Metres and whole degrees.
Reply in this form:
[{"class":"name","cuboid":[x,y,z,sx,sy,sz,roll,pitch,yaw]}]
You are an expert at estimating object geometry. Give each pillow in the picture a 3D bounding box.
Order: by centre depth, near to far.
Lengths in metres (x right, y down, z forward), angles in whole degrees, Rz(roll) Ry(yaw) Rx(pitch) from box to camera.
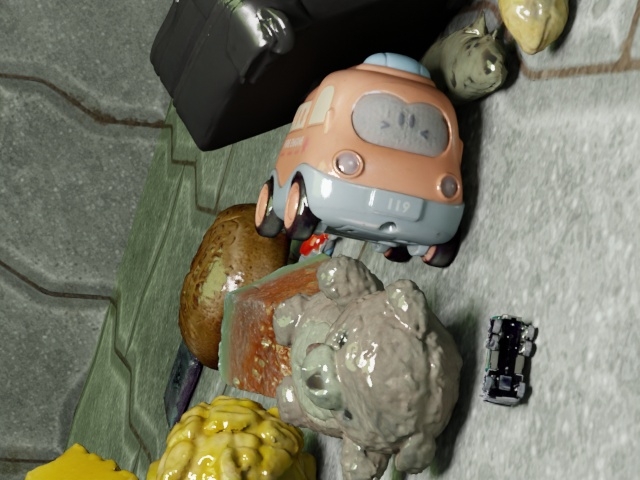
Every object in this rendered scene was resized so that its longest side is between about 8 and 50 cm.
[{"class":"pillow","cuboid":[0.149,-0.191,1.461,0.241,0.051,0.093,163,117,-74]}]

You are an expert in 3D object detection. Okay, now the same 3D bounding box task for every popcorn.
[{"class":"popcorn","cuboid":[-0.113,0.311,1.591,0.190,0.250,0.250,-6,64,34]}]

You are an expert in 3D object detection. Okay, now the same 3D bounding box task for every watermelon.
[{"class":"watermelon","cuboid":[-0.024,0.126,1.683,0.257,0.140,0.192,-145,63,-65]}]

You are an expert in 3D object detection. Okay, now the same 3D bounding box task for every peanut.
[{"class":"peanut","cuboid":[0.210,-0.262,1.287,0.080,0.080,0.174,149,131,-68]}]

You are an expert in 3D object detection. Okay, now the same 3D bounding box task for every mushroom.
[{"class":"mushroom","cuboid":[-0.114,0.066,1.907,0.253,0.153,0.253,18,-90,-86]}]

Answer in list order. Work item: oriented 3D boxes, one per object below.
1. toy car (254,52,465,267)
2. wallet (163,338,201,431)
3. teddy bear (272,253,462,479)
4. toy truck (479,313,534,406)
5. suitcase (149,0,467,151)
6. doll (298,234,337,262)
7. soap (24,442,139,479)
[{"class":"toy car","cuboid":[0.050,-0.091,1.450,0.270,0.181,0.212,-174,95,-74]},{"class":"wallet","cuboid":[-0.246,0.252,2.437,0.111,0.030,0.166,-113,39,-58]},{"class":"teddy bear","cuboid":[0.043,0.131,1.350,0.267,0.151,0.236,-159,64,-77]},{"class":"toy truck","cuboid":[0.160,0.104,1.175,0.044,0.039,0.083,100,180,-68]},{"class":"suitcase","cuboid":[-0.003,-0.259,1.533,0.188,0.345,0.339,58,152,12]},{"class":"doll","cuboid":[0.001,0.000,1.816,0.114,0.039,0.057,-54,52,32]},{"class":"soap","cuboid":[-0.254,0.432,1.718,0.204,0.096,0.324,8,121,60]}]
